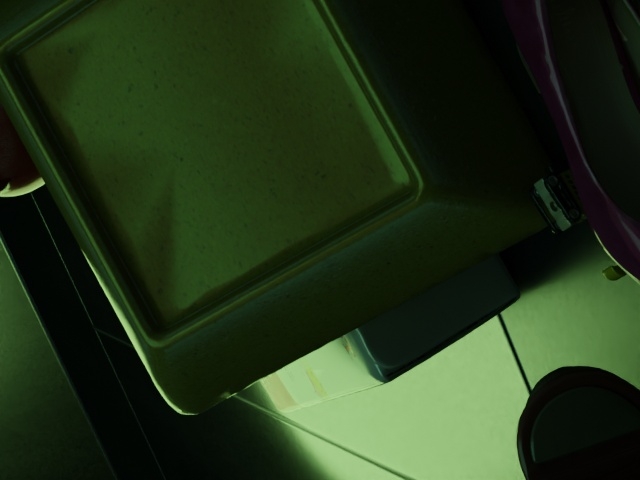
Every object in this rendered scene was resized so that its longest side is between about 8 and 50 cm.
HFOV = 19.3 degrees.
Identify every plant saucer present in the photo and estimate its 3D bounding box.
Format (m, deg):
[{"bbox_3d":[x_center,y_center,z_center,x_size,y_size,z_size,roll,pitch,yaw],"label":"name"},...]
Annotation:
[{"bbox_3d":[-0.061,-0.083,1.233,0.333,0.333,0.081,61,-155,1],"label":"plant saucer"}]

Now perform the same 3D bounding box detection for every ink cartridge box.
[{"bbox_3d":[0.000,0.000,1.446,0.226,0.131,0.306,60,160,-1],"label":"ink cartridge box"}]

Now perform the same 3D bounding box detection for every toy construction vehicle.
[{"bbox_3d":[0.170,-0.029,1.128,0.098,0.035,0.086,56,150,7],"label":"toy construction vehicle"}]

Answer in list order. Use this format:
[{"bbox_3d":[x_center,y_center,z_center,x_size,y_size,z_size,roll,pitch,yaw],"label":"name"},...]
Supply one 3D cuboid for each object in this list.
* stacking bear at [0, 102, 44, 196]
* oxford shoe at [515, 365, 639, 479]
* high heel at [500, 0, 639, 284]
[{"bbox_3d":[-0.159,-0.132,1.426,0.175,0.289,0.164,51,159,27],"label":"stacking bear"},{"bbox_3d":[0.246,0.224,1.208,0.348,0.123,0.130,61,-172,-2],"label":"oxford shoe"},{"bbox_3d":[0.169,-0.067,0.995,0.117,0.082,0.244,76,172,-61],"label":"high heel"}]
